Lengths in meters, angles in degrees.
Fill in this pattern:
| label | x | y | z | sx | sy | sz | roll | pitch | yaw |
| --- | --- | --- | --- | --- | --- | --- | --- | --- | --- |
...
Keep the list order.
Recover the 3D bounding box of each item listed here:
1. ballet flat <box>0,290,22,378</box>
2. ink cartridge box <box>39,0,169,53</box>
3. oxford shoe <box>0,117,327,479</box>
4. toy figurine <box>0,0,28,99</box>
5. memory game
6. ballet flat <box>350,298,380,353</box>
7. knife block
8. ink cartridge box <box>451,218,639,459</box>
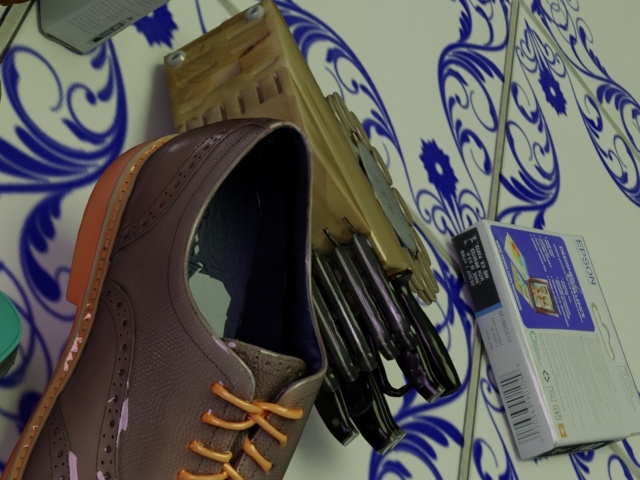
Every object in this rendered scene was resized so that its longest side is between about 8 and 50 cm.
| label | x | y | z | sx | sy | sz | roll | pitch | yaw |
| --- | --- | --- | --- | --- | --- | --- | --- | --- | --- |
| ballet flat | -0.210 | 0.082 | 0.670 | 0.074 | 0.074 | 0.203 | 59 | 31 | -8 |
| ink cartridge box | -0.096 | -0.263 | 0.956 | 0.045 | 0.224 | 0.223 | 23 | 50 | -48 |
| oxford shoe | -0.074 | 0.103 | 0.750 | 0.130 | 0.132 | 0.364 | 17 | 68 | -34 |
| toy figurine | -0.174 | -0.177 | 0.784 | 0.148 | 0.213 | 0.209 | 38 | 33 | -18 |
| memory game | 0.047 | -0.033 | 1.161 | 0.186 | 0.012 | 0.186 | 59 | 11 | -19 |
| ballet flat | -0.001 | -0.019 | 1.076 | 0.231 | 0.077 | 0.077 | 67 | 14 | 9 |
| knife block | 0.000 | 0.000 | 1.003 | 0.242 | 0.088 | 0.276 | 56 | 11 | -36 |
| ink cartridge box | 0.211 | 0.089 | 1.345 | 0.208 | 0.045 | 0.206 | 6 | 63 | -55 |
